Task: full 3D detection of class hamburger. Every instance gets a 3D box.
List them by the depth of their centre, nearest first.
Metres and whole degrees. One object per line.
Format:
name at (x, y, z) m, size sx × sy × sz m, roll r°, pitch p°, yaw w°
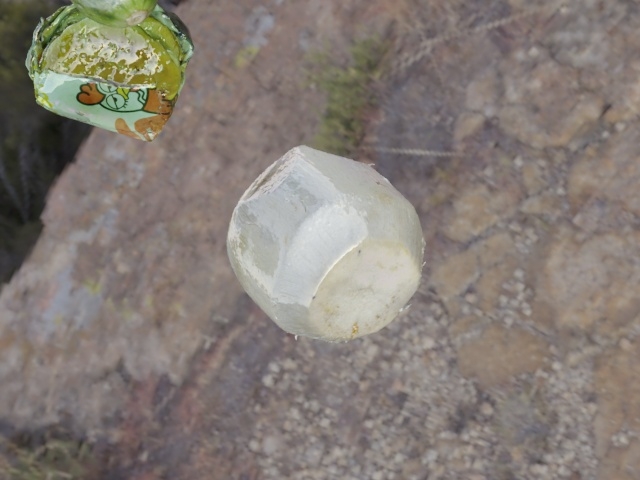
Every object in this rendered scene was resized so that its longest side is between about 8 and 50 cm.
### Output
hamburger at (-0.276, -0.249, 1.597) m, size 0.235 × 0.214 × 0.125 m, roll -52°, pitch 33°, yaw 36°

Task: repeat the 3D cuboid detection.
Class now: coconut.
coconut at (0.003, 0.000, 1.031) m, size 0.161 × 0.161 × 0.162 m, roll -50°, pitch 44°, yaw 14°

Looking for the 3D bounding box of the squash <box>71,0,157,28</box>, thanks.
squash at (-0.178, -0.241, 0.815) m, size 0.069 × 0.069 × 0.238 m, roll -39°, pitch 68°, yaw 24°
